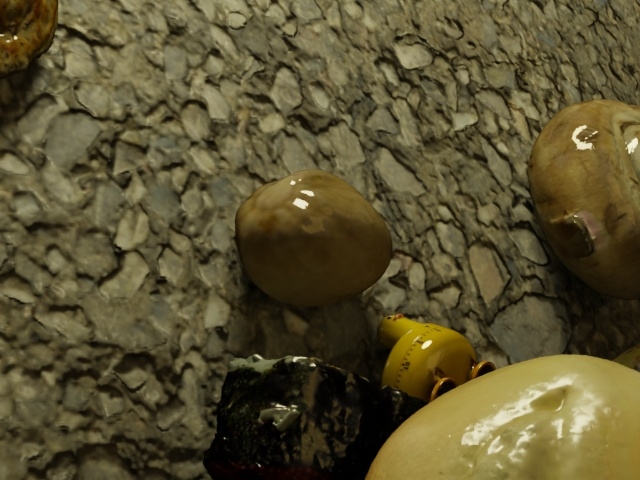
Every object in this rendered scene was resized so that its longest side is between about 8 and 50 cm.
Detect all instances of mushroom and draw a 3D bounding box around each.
[{"bbox_3d":[0.346,-0.050,1.347,0.255,0.184,0.255,24,60,-48],"label":"mushroom"}]

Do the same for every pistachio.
[{"bbox_3d":[0.000,0.000,1.083,0.185,0.108,0.126,10,89,-45],"label":"pistachio"}]

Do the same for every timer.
[{"bbox_3d":[0.098,0.129,1.135,0.107,0.109,0.107,-16,113,-42],"label":"timer"}]

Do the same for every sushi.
[{"bbox_3d":[0.015,0.176,1.001,0.225,0.136,0.126,32,63,-33],"label":"sushi"}]

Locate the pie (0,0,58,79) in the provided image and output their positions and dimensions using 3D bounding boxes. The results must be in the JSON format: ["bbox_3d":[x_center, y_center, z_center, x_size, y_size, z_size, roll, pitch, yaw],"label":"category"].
[{"bbox_3d":[-0.280,-0.211,0.950,0.163,0.079,0.193,53,46,-24],"label":"pie"}]

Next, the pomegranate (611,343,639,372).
[{"bbox_3d":[0.370,0.235,1.207,0.242,0.242,0.306,53,48,-10],"label":"pomegranate"}]

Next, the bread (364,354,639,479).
[{"bbox_3d":[0.188,0.282,0.910,0.376,0.253,0.348,51,39,-44],"label":"bread"}]
